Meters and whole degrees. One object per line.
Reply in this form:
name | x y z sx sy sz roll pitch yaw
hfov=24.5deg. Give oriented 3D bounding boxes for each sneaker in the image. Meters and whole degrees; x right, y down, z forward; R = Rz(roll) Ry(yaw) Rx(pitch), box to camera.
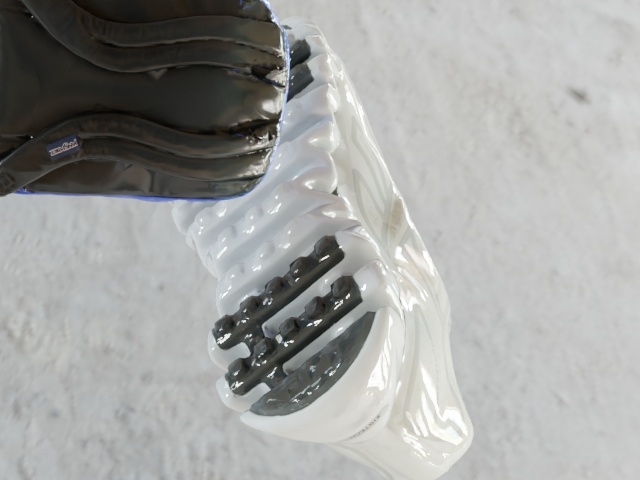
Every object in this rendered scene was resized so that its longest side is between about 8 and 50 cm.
sneaker | 0.000 0.000 0.727 0.118 0.110 0.292 39 25 -36

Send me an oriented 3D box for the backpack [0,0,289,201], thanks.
backpack | -0.075 -0.070 0.584 0.120 0.098 0.101 4 18 -14
